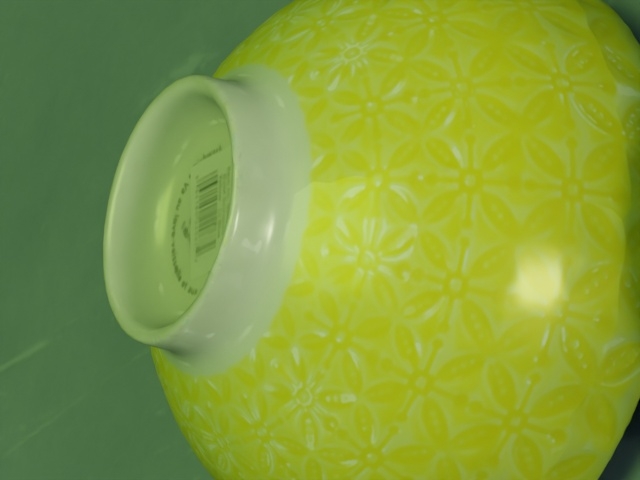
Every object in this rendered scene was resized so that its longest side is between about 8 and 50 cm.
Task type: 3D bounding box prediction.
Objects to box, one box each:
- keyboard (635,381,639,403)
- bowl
[{"bbox_3d":[0.136,-0.003,0.802,0.180,0.023,0.108,51,122,50],"label":"keyboard"},{"bbox_3d":[0.000,0.000,0.846,0.289,0.156,0.289,-27,56,51],"label":"bowl"}]
